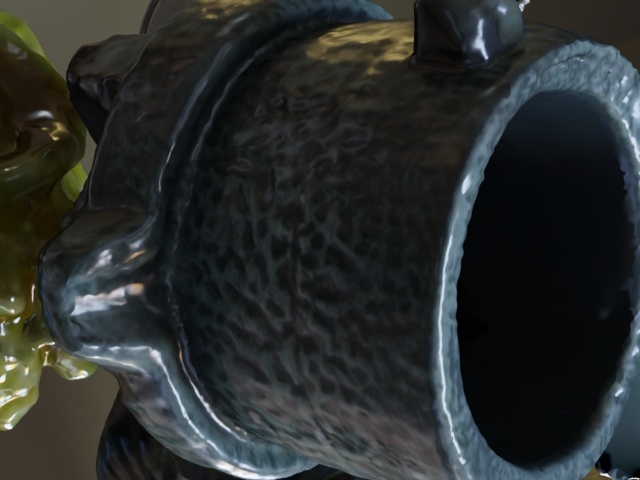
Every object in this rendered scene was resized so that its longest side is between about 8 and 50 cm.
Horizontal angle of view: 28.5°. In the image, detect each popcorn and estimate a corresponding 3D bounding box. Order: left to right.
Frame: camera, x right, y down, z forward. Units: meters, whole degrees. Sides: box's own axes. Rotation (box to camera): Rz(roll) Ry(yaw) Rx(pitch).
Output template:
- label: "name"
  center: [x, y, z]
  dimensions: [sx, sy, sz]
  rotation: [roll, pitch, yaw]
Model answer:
- label: "popcorn"
  center: [-0.286, -0.023, 0.888]
  dimensions: [0.335, 0.279, 0.274]
  rotation: [55, -3, 31]

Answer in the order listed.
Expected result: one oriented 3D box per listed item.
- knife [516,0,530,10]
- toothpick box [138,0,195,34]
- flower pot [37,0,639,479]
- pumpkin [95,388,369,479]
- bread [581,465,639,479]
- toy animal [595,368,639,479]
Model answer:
- label: "knife"
  center: [0.182, -0.247, 0.897]
  dimensions: [0.365, 0.043, 0.089]
  rotation: [-51, -151, 24]
- label: "toothpick box"
  center: [-0.065, -0.167, 1.159]
  dimensions: [0.111, 0.181, 0.111]
  rotation: [-18, -116, 42]
- label: "flower pot"
  center: [0.000, 0.000, 0.672]
  dimensions: [0.283, 0.299, 0.299]
  rotation: [11, -63, 38]
- label: "pumpkin"
  center: [-0.043, 0.215, 1.120]
  dimensions: [0.323, 0.241, 0.323]
  rotation: [18, -58, 31]
- label: "bread"
  center: [0.219, 0.279, 1.277]
  dimensions: [0.267, 0.267, 0.040]
  rotation: [-9, -66, 49]
- label: "toy animal"
  center: [0.256, 0.076, 0.924]
  dimensions: [0.166, 0.179, 0.138]
  rotation: [-11, -57, 10]
